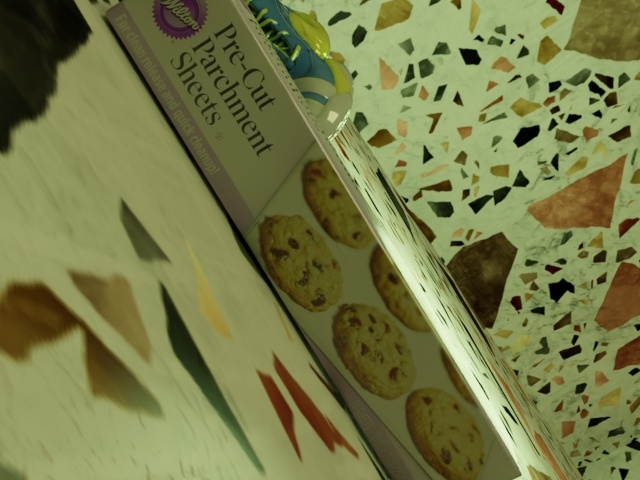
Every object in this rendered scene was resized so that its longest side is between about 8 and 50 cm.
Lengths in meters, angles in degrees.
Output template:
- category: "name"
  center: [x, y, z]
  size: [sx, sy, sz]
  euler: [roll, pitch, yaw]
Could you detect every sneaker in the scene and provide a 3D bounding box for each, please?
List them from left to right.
- category: "sneaker"
  center: [-0.051, -0.140, 0.736]
  size: [0.126, 0.091, 0.240]
  euler: [35, 17, -22]

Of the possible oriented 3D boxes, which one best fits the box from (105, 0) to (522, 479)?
- category: "box"
  center: [0.000, 0.000, 0.522]
  size: [0.324, 0.067, 0.063]
  euler: [59, 8, -3]
